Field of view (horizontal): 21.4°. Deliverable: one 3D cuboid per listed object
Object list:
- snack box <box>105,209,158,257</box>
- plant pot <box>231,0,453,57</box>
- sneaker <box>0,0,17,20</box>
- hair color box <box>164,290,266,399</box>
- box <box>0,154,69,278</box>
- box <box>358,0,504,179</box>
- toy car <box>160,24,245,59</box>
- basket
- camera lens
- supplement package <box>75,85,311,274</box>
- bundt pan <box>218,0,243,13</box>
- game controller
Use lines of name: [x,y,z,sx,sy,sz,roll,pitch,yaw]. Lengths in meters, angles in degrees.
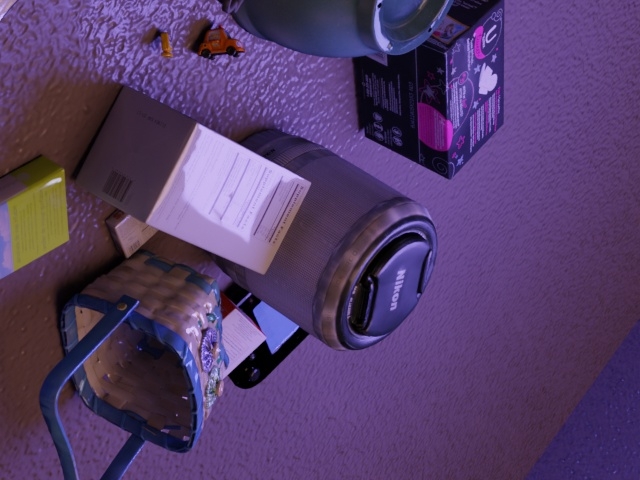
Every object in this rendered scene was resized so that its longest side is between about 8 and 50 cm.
snack box: [-0.196,-0.057,2.143,0.178,0.022,0.064,-44,145,-22]
plant pot: [0.051,-0.342,2.067,0.293,0.196,0.293,-36,144,-32]
sneaker: [-0.358,-0.279,1.641,0.226,0.086,0.163,-46,141,-4]
hair color box: [-0.166,0.156,2.312,0.167,0.053,0.093,-44,139,-1]
box: [-0.366,-0.010,1.915,0.178,0.042,0.109,-33,142,-35]
box: [0.154,-0.239,2.350,0.142,0.163,0.247,-44,148,-29]
toy car: [-0.140,-0.240,2.026,0.122,0.060,0.041,-5,90,-62]
basket: [-0.240,0.170,2.110,0.289,0.201,0.255,-50,152,-33]
camera lens: [0.000,0.000,2.233,0.219,0.274,0.219,-36,144,-32]
supplement package: [-0.150,-0.069,2.050,0.244,0.139,0.134,26,92,-53]
bundt pan: [-0.076,-0.414,1.794,0.331,0.124,0.331,-62,-179,1]
game controller: [-0.035,0.071,2.458,0.319,0.067,0.166,-45,148,-23]
